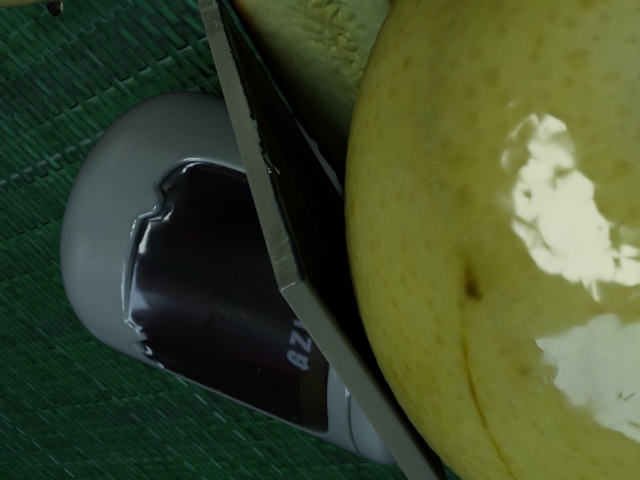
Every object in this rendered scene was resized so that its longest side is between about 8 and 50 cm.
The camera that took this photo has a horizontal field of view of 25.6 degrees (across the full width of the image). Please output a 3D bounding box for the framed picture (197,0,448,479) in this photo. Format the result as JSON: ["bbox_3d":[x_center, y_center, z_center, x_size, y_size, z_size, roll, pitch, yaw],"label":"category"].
[{"bbox_3d":[0.000,0.000,0.732,0.016,0.250,0.184,-27,131,7],"label":"framed picture"}]

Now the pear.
[{"bbox_3d":[0.178,-0.010,0.637,0.348,0.348,0.348,25,149,16],"label":"pear"}]

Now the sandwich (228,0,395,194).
[{"bbox_3d":[0.031,-0.132,0.814,0.122,0.128,0.236,7,142,33],"label":"sandwich"}]

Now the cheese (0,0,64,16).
[{"bbox_3d":[-0.243,-0.270,0.880,0.259,0.128,0.316,13,146,30],"label":"cheese"}]

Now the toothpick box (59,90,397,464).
[{"bbox_3d":[-0.039,0.007,1.015,0.316,0.229,0.229,19,147,24],"label":"toothpick box"}]
